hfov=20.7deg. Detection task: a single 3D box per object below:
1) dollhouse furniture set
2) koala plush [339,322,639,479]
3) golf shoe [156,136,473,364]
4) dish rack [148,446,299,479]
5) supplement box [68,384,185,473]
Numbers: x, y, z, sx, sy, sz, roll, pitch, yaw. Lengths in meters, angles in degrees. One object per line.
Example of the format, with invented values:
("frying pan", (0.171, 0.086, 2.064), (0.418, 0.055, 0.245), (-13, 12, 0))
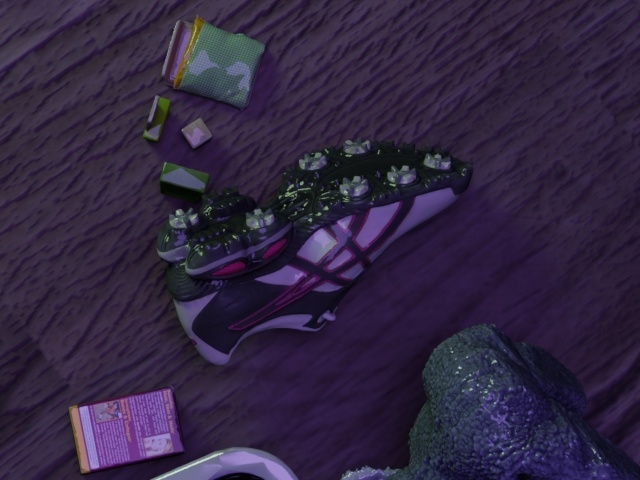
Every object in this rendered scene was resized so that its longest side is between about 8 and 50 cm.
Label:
("dollhouse furniture set", (-0.096, -0.110, 1.407), (0.076, 0.058, 0.151), (17, 79, -5))
("koala plush", (0.105, 0.194, 1.321), (0.221, 0.203, 0.196), (-45, 47, 13))
("golf shoe", (0.000, 0.000, 1.395), (0.273, 0.105, 0.120), (-21, 120, -22))
("dish rack", (-0.094, 0.346, 1.302), (0.285, 0.072, 0.333), (-24, 83, 2))
("supplement box", (-0.151, 0.148, 1.366), (0.083, 0.043, 0.055), (-10, 82, -8))
